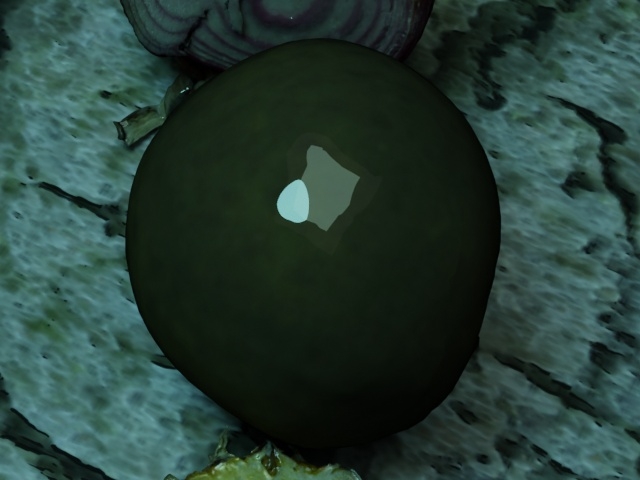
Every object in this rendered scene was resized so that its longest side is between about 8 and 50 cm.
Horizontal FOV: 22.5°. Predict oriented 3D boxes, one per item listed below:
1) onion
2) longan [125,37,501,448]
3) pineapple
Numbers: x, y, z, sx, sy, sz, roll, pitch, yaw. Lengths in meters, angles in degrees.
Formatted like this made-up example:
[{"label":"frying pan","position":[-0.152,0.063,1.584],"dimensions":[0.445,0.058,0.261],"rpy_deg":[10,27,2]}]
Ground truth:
[{"label":"onion","position":[-0.027,-0.240,1.358],"dimensions":[0.230,0.272,0.256],"rpy_deg":[7,60,-33]},{"label":"longan","position":[-0.003,0.001,1.158],"dimensions":[0.297,0.297,0.297],"rpy_deg":[3,58,-5]},{"label":"pineapple","position":[-0.061,0.208,1.149],"dimensions":[0.233,0.079,0.135],"rpy_deg":[-15,69,-22]}]
